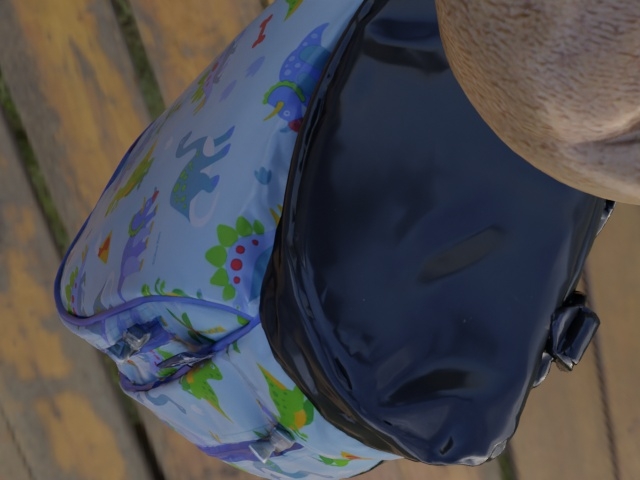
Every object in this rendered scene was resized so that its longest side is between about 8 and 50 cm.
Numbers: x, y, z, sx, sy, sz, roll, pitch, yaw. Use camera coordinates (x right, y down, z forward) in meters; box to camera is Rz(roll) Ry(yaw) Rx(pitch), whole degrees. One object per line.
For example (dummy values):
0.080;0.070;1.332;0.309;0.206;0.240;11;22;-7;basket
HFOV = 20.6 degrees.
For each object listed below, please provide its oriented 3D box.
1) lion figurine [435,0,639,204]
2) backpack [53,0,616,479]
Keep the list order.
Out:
0.068;-0.131;0.518;0.240;0.392;0.142;-28;139;10;lion figurine
0.000;0.000;0.985;0.273;0.290;0.355;23;160;-2;backpack
